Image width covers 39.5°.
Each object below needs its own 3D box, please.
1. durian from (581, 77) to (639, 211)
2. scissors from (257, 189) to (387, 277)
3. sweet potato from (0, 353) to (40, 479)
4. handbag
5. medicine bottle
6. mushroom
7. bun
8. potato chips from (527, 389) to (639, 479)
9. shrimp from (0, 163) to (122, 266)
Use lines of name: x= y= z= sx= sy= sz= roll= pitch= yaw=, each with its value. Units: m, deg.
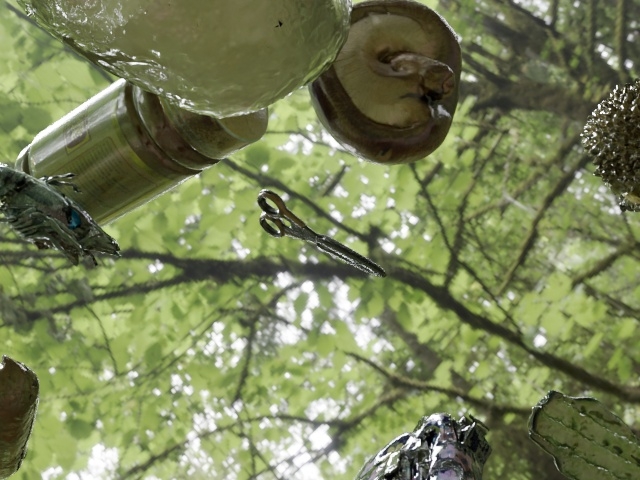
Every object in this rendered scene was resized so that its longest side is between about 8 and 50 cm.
durian: x=0.419 y=-0.117 z=1.099 sx=0.167 sy=0.196 sz=0.196 roll=-34 pitch=-36 yaw=20
scissors: x=0.000 y=0.000 z=1.253 sx=0.017 sy=0.220 sz=0.088 roll=-46 pitch=-27 yaw=-34
sweet potato: x=-0.402 y=0.244 z=1.138 sx=0.075 sy=0.075 sz=0.273 roll=-16 pitch=-33 yaw=-33
handbag: x=0.066 y=0.263 z=0.753 sx=0.229 sy=0.126 sz=0.208 roll=-61 pitch=3 yaw=24
medicine bottle: x=-0.235 y=-0.127 z=1.138 sx=0.322 sy=0.151 sz=0.151 roll=-25 pitch=-31 yaw=28
mushroom: x=0.080 y=-0.194 z=1.126 sx=0.138 sy=0.194 sz=0.231 roll=76 pitch=-146 yaw=-59
bun: x=-0.092 y=-0.188 z=0.508 sx=0.168 sy=0.273 sz=0.273 roll=-31 pitch=-37 yaw=15
potato chips: x=0.261 y=0.191 z=0.731 sx=0.092 sy=0.207 sz=0.028 roll=-55 pitch=-3 yaw=-42
shrimp: x=-0.243 y=-0.026 z=0.731 sx=0.174 sy=0.082 sz=0.076 roll=18 pitch=-75 yaw=-10
